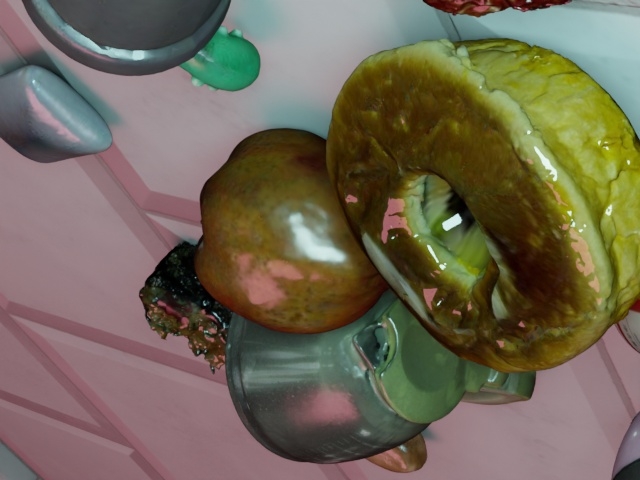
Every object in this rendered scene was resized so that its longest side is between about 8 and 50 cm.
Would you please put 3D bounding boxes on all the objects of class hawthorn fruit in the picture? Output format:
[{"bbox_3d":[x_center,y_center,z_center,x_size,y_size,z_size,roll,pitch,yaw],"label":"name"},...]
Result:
[{"bbox_3d":[0.000,0.000,1.572,0.248,0.208,0.208,15,154,13],"label":"hawthorn fruit"}]

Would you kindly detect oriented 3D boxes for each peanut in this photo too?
[{"bbox_3d":[0.083,0.276,2.161,0.152,0.076,0.076,30,158,21],"label":"peanut"}]

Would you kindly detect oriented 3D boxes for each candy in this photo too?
[{"bbox_3d":[-0.335,-0.146,1.834,0.138,0.071,0.174,43,155,-26],"label":"candy"}]

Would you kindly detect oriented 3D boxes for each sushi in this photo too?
[{"bbox_3d":[-0.135,0.103,2.031,0.212,0.115,0.147,31,156,-1],"label":"sushi"}]

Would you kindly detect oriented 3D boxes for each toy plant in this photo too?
[{"bbox_3d":[-0.160,-0.226,1.335,0.279,0.185,0.400,15,169,-14],"label":"toy plant"}]

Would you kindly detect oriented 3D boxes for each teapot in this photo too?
[{"bbox_3d":[0.075,0.157,1.725,0.239,0.239,0.321,-5,137,51],"label":"teapot"}]

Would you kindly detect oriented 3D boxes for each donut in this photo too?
[{"bbox_3d":[0.152,-0.035,1.289,0.330,0.160,0.330,41,144,39],"label":"donut"}]

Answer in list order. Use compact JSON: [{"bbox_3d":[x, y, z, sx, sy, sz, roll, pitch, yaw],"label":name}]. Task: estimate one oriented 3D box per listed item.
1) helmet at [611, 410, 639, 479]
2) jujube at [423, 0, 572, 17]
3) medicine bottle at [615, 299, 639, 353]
[{"bbox_3d":[0.393,0.237,1.605,0.198,0.154,0.253,-11,160,2],"label":"helmet"},{"bbox_3d":[0.132,-0.207,1.104,0.165,0.104,0.104,13,151,33],"label":"jujube"},{"bbox_3d":[0.335,0.054,1.248,0.131,0.131,0.250,37,177,-13],"label":"medicine bottle"}]
